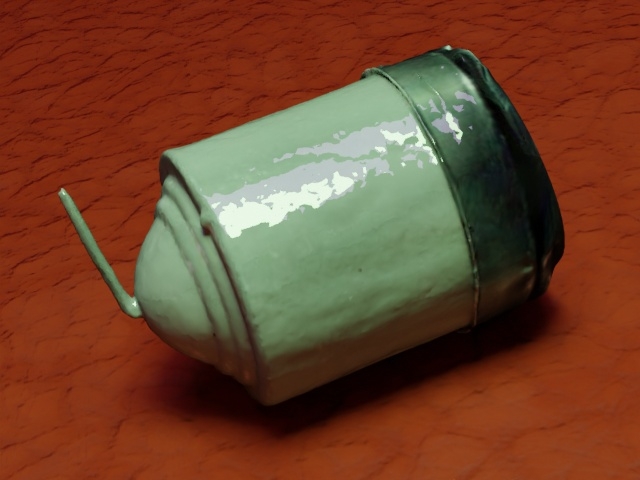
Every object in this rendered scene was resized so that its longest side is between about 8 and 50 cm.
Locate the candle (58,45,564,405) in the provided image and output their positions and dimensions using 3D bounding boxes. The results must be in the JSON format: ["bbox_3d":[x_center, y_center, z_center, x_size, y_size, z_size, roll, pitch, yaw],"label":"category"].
[{"bbox_3d":[0.000,0.000,1.094,0.342,0.221,0.221,-23,34,-11],"label":"candle"}]
